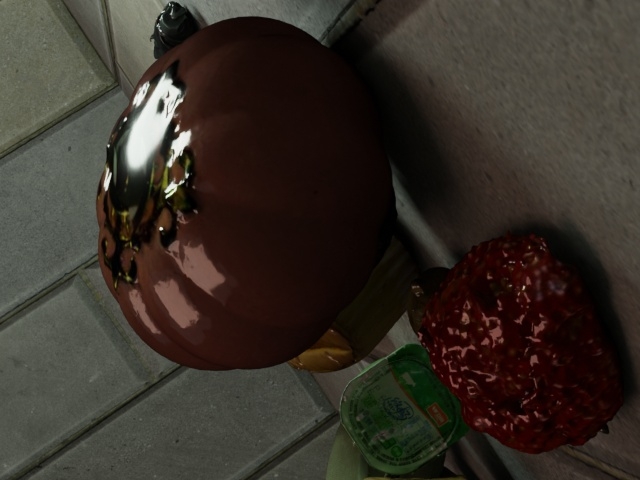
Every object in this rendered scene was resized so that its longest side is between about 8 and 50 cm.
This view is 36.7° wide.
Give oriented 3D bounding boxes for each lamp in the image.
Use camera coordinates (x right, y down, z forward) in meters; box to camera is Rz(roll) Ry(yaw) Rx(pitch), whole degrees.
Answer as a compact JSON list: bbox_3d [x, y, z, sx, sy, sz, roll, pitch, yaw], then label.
[{"bbox_3d":[-0.056,-0.034,0.834,0.239,0.305,0.305,12,-159,-36],"label":"lamp"}]

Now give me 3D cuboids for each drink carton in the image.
[{"bbox_3d":[0.102,0.224,1.311,0.146,0.144,0.142,57,177,-2],"label":"drink carton"}]

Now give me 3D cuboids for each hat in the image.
[{"bbox_3d":[0.122,0.332,1.513,0.130,0.257,0.257,24,180,-16],"label":"hat"}]

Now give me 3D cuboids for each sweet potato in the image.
[{"bbox_3d":[0.124,0.083,0.932,0.069,0.059,0.249,33,163,37],"label":"sweet potato"}]

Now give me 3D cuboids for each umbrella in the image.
[{"bbox_3d":[-0.204,-0.286,1.353,0.066,0.059,0.235,34,172,-8],"label":"umbrella"}]

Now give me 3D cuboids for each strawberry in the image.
[{"bbox_3d":[0.143,0.086,0.688,0.174,0.098,0.228,54,172,8],"label":"strawberry"}]

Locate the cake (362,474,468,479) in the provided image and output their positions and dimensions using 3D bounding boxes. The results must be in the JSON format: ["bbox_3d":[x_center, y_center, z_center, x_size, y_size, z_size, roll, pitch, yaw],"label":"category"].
[{"bbox_3d":[0.204,0.459,1.230,0.332,0.321,0.332,-179,90,-82],"label":"cake"}]

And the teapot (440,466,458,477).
[{"bbox_3d":[0.214,0.452,1.552,0.159,0.159,0.232,60,-174,-25],"label":"teapot"}]

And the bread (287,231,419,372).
[{"bbox_3d":[-0.006,0.039,1.082,0.204,0.156,0.288,39,160,4],"label":"bread"}]
